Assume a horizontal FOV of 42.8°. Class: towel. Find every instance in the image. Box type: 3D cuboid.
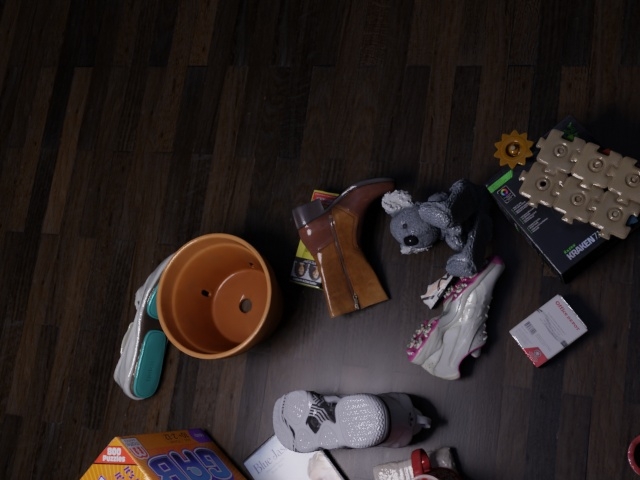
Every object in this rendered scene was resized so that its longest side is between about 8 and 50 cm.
[{"bbox_3d":[0.238,0.606,1.770,0.187,0.049,0.282,-20,71,13],"label":"towel"}]

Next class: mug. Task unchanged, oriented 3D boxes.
[{"bbox_3d":[0.219,0.515,1.680,0.150,0.169,0.113,37,91,23],"label":"mug"}]

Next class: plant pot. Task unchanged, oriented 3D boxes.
[{"bbox_3d":[-0.213,0.145,1.950,0.290,0.203,0.291,-5,76,19],"label":"plant pot"}]

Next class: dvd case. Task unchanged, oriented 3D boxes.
[{"bbox_3d":[-0.044,0.558,1.894,0.180,0.022,0.253,-42,68,7],"label":"dvd case"}]

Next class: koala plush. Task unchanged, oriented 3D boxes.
[{"bbox_3d":[0.252,-0.037,1.827,0.221,0.196,0.203,-8,33,39],"label":"koala plush"}]

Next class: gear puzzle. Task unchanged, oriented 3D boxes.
[{"bbox_3d":[0.512,-0.131,1.702,0.338,0.044,0.176,28,89,26],"label":"gear puzzle"}]

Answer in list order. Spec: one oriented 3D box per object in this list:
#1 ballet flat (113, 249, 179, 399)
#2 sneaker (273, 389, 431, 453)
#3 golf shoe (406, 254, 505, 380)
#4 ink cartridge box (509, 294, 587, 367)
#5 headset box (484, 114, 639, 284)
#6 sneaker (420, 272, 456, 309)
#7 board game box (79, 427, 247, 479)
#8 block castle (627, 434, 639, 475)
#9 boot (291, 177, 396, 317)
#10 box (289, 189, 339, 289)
[{"bbox_3d":[-0.431,0.199,2.067,0.139,0.139,0.401,16,85,22],"label":"ballet flat"},{"bbox_3d":[0.067,0.406,1.824,0.365,0.210,0.138,-13,71,47],"label":"sneaker"},{"bbox_3d":[0.326,0.174,1.818,0.140,0.115,0.306,38,89,-2],"label":"golf shoe"},{"bbox_3d":[0.494,0.197,1.764,0.135,0.056,0.099,-38,69,8],"label":"ink cartridge box"},{"bbox_3d":[0.532,-0.095,1.777,0.246,0.131,0.283,-38,68,7],"label":"headset box"},{"bbox_3d":[0.272,0.104,1.874,0.043,0.040,0.109,38,92,25],"label":"sneaker"},{"bbox_3d":[-0.346,0.672,1.785,0.356,0.356,0.356,42,97,22],"label":"board game box"},{"bbox_3d":[0.828,0.435,1.490,0.453,0.213,0.303,38,86,22],"label":"block castle"},{"bbox_3d":[0.098,0.012,1.905,0.264,0.096,0.281,-23,89,-9],"label":"boot"},{"bbox_3d":[0.000,0.000,1.984,0.087,0.058,0.233,14,82,22],"label":"box"}]
